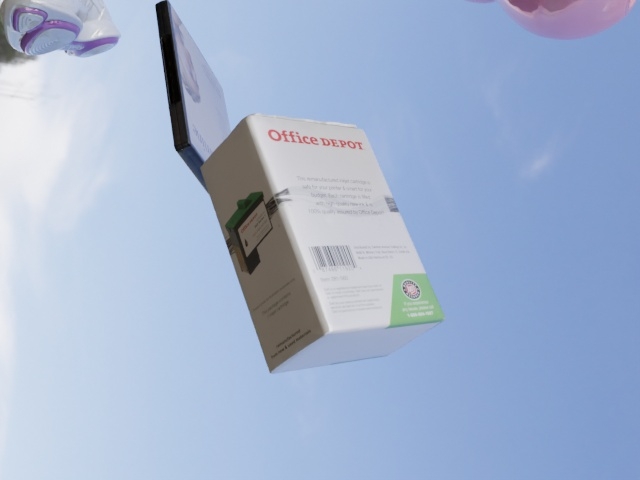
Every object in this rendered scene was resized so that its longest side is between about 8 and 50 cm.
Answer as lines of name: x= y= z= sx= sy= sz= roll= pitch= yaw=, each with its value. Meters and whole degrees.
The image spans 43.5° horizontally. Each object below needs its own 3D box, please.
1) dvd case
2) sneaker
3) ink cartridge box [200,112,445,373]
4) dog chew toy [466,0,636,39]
dvd case: x=-0.149 y=-0.158 z=1.010 sx=0.022 sy=0.180 sz=0.253 roll=-19 pitch=-124 yaw=8
sneaker: x=-0.421 y=-0.369 z=1.249 sx=0.305 sy=0.114 sz=0.152 roll=-56 pitch=126 yaw=-80
ink cartridge box: x=0.000 y=0.000 z=0.758 sx=0.092 sy=0.160 sz=0.219 roll=-39 pitch=-118 yaw=39
dog chew toy: x=0.222 y=-0.368 z=0.954 sx=0.332 sy=0.207 sz=0.206 roll=24 pitch=-70 yaw=21
